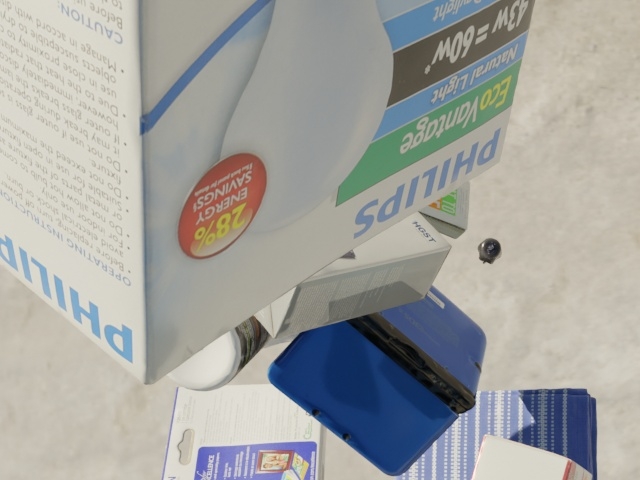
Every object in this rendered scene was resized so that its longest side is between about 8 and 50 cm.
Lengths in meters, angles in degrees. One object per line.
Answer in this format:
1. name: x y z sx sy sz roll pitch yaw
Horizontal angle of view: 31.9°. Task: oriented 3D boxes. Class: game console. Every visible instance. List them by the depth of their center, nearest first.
1. game console: 0.098 0.182 1.796 0.293 0.250 0.173 41 130 -16

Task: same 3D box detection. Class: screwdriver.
1. screwdriver: 0.166 0.012 1.105 0.024 0.170 0.025 21 92 8

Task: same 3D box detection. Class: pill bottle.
1. pill bottle: -0.135 0.117 1.611 0.130 0.245 0.130 4 104 15

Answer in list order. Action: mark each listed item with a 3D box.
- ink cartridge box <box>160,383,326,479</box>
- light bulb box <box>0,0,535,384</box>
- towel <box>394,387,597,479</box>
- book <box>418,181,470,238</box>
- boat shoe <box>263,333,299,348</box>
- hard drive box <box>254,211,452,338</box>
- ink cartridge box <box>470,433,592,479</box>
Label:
1. ink cartridge box: -0.143 0.410 2.160 0.304 0.307 0.072 -86 -12 -45
2. light bulb box: -0.045 -0.171 0.685 0.225 0.358 0.361 34 138 30
3. towel: 0.287 0.368 1.848 0.336 0.040 0.243 -4 73 21
4. book: 0.156 -0.072 1.689 0.035 0.144 0.096 -45 29 53
5. boat shoe: -0.027 0.155 2.123 0.076 0.226 0.083 54 166 28
6. hard drive box: 0.000 0.000 1.269 0.181 0.232 0.089 47 131 31
7. ink cartridge box: 0.288 0.356 1.548 0.127 0.176 0.128 12 78 26
